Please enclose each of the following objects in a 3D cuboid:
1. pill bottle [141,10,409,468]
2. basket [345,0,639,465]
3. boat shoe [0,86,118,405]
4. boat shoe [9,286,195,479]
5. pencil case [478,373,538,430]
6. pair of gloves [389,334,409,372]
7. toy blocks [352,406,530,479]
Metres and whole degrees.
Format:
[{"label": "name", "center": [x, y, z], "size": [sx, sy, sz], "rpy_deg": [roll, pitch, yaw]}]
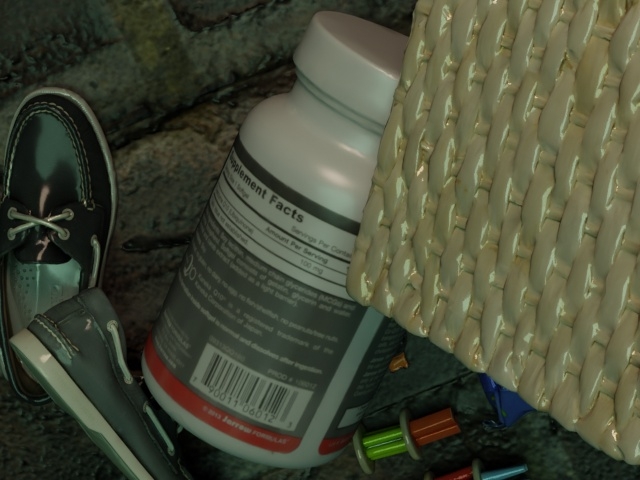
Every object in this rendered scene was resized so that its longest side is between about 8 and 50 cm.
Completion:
[{"label": "pill bottle", "center": [0.000, 0.000, 1.287], "size": [0.210, 0.210, 0.362], "rpy_deg": [25, 109, -1]}, {"label": "basket", "center": [0.232, -0.043, 1.082], "size": [0.328, 0.266, 0.331], "rpy_deg": [30, 113, 41]}, {"label": "boat shoe", "center": [-0.254, 0.010, 1.385], "size": [0.114, 0.091, 0.302], "rpy_deg": [0, 108, 7]}, {"label": "boat shoe", "center": [-0.167, 0.169, 1.390], "size": [0.099, 0.116, 0.319], "rpy_deg": [-45, 128, -15]}, {"label": "pencil case", "center": [0.279, 0.078, 1.316], "size": [0.306, 0.133, 0.119], "rpy_deg": [-16, 99, 11]}, {"label": "pair of gloves", "center": [0.086, 0.084, 1.407], "size": [0.083, 0.010, 0.074], "rpy_deg": [-24, 104, 17]}, {"label": "toy blocks", "center": [0.119, 0.213, 1.421], "size": [0.148, 0.054, 0.123], "rpy_deg": [-17, 105, 13]}]
